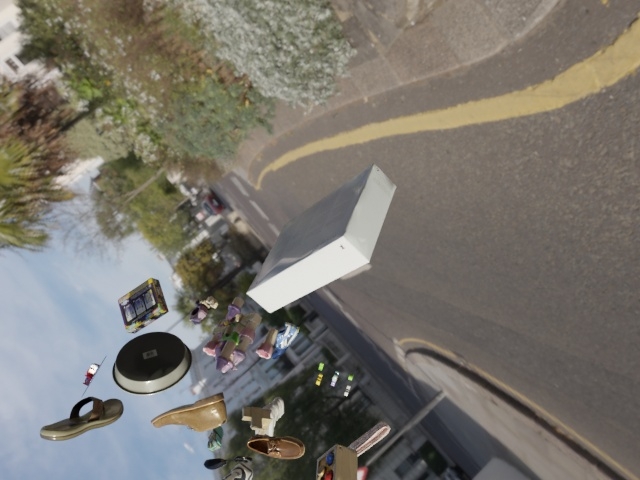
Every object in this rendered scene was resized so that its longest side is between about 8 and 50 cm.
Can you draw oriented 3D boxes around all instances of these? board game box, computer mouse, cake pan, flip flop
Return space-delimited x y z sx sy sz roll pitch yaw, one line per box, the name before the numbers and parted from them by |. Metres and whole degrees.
board game box | -0.864 0.502 1.930 0.033 0.169 0.133 31 179 -12
board game box | -0.656 0.241 1.898 0.048 0.170 0.141 36 -155 -61
computer mouse | -0.424 1.020 2.346 0.071 0.241 0.041 59 -156 -47
cake pan | -0.634 0.449 1.932 0.293 0.293 0.054 40 140 43
flip flop | -0.663 0.487 1.448 0.277 0.112 0.080 6 -99 -69

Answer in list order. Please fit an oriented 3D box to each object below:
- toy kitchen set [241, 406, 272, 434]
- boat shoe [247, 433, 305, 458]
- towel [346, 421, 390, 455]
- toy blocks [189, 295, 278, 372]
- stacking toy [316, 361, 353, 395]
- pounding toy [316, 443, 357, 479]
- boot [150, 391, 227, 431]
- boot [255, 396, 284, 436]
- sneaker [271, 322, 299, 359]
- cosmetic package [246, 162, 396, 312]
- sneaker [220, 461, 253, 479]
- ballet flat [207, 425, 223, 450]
toy kitchen set | -0.185 0.520 1.440 0.083 0.075 0.068 14 -148 -18
boat shoe | -0.134 0.607 1.506 0.177 0.064 0.060 0 170 23
towel | 0.201 0.994 2.515 0.053 0.316 0.332 54 174 15
toy blocks | -0.393 0.419 2.120 0.288 0.260 0.309 -16 126 40
stacking toy | 0.066 0.665 2.456 0.166 0.052 0.221 19 146 9
pounding toy | 0.024 0.660 1.426 0.100 0.141 0.130 26 -143 -16
boot | -0.473 0.642 1.839 0.112 0.305 0.115 7 -116 -72
boot | -0.218 0.821 2.326 0.095 0.123 0.258 33 132 24
sneaker | -0.133 0.348 1.791 0.059 0.144 0.053 34 -177 -8
cosmetic package | 0.000 0.000 1.307 0.097 0.284 0.377 44 134 -16
sneaker | -0.324 0.882 1.734 0.094 0.235 0.153 31 -170 24
ballet flat | -0.465 0.863 2.242 0.070 0.070 0.188 49 175 -3
